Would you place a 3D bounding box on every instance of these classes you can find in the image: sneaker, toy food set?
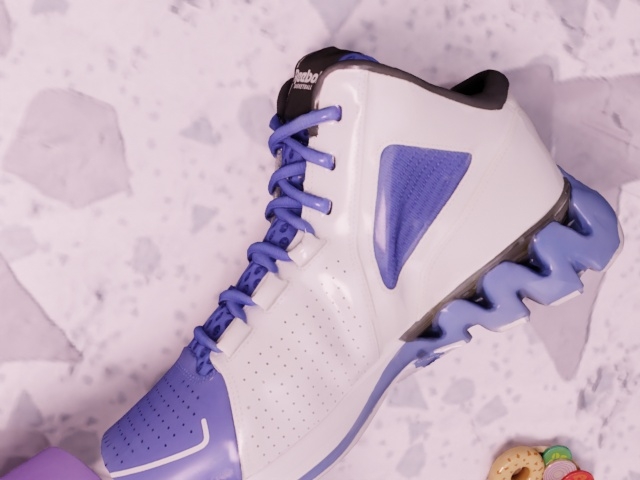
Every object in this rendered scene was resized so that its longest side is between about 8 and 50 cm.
[{"bbox_3d":[0.001,-0.001,0.449,0.316,0.127,0.182,-33,104,-10],"label":"sneaker"},{"bbox_3d":[0.154,0.183,0.570,0.083,0.020,0.083,6,101,-14],"label":"toy food set"}]

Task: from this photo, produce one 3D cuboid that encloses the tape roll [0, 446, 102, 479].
[{"bbox_3d":[-0.127,0.210,0.419,0.080,0.189,0.189,-31,110,-33],"label":"tape roll"}]
